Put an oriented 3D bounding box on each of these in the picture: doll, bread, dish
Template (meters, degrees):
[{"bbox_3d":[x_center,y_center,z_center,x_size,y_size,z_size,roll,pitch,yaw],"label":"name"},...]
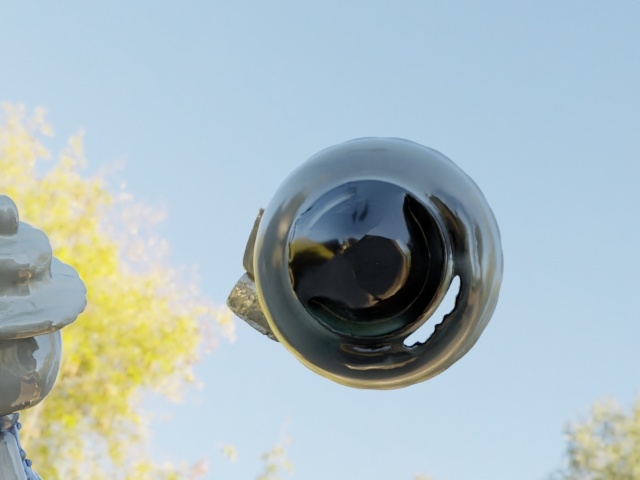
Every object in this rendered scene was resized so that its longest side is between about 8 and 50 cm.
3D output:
[{"bbox_3d":[-0.211,0.108,0.847,0.119,0.293,0.138,-6,29,-36],"label":"doll"},{"bbox_3d":[-0.002,0.017,1.205,0.077,0.105,0.152,28,23,27],"label":"bread"},{"bbox_3d":[0.025,0.010,0.724,0.141,0.141,0.078,11,-1,10],"label":"dish"}]
